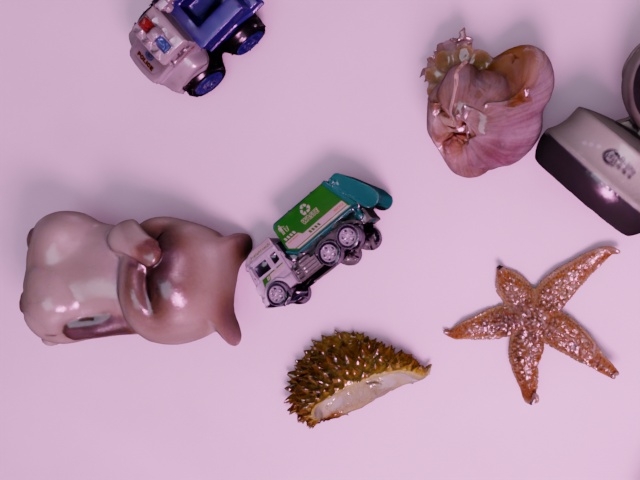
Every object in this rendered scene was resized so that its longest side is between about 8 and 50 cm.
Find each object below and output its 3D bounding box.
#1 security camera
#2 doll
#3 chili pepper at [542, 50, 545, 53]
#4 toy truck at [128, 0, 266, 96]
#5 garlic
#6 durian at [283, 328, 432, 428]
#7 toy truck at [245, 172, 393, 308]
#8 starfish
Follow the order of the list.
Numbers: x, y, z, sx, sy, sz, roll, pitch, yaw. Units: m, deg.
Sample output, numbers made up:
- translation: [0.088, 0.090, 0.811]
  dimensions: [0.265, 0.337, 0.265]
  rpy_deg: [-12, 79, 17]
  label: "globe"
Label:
- translation: [0.448, -0.162, 1.181]
  dimensions: [0.197, 0.191, 0.277]
  rpy_deg: [41, 105, 6]
  label: "security camera"
- translation: [-0.315, 0.063, 1.396]
  dimensions: [0.370, 0.226, 0.215]
  rpy_deg: [-5, 63, 19]
  label: "doll"
- translation: [0.292, -0.263, 1.292]
  dimensions: [0.083, 0.017, 0.030]
  rpy_deg: [-36, 90, 19]
  label: "chili pepper"
- translation: [-0.200, -0.328, 1.320]
  dimensions: [0.213, 0.177, 0.161]
  rpy_deg: [-42, 89, 16]
  label: "toy truck"
- translation: [0.205, -0.215, 1.223]
  dimensions: [0.207, 0.256, 0.207]
  rpy_deg: [-15, 61, 29]
  label: "garlic"
- translation: [0.045, 0.228, 1.393]
  dimensions: [0.252, 0.144, 0.139]
  rpy_deg: [-34, 112, 11]
  label: "durian"
- translation: [0.000, 0.000, 1.362]
  dimensions: [0.253, 0.114, 0.124]
  rpy_deg: [-38, 75, 17]
  label: "toy truck"
- translation: [0.348, 0.129, 1.328]
  dimensions: [0.295, 0.048, 0.231]
  rpy_deg: [-33, 80, 15]
  label: "starfish"
